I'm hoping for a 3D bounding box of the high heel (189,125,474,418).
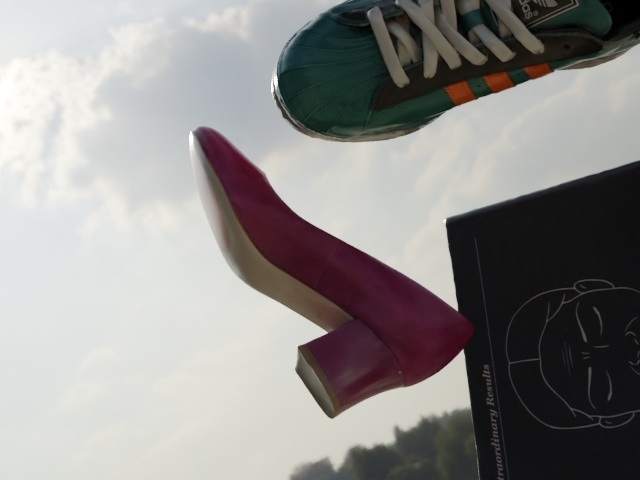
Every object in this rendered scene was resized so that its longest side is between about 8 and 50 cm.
[{"bbox_3d":[0.000,0.000,0.662,0.117,0.244,0.082,-25,-29,-19],"label":"high heel"}]

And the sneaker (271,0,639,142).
[{"bbox_3d":[0.114,-0.151,0.626,0.302,0.108,0.121,-20,-4,-14],"label":"sneaker"}]

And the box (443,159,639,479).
[{"bbox_3d":[0.328,0.083,0.792,0.212,0.294,0.395,0,-11,-38],"label":"box"}]
